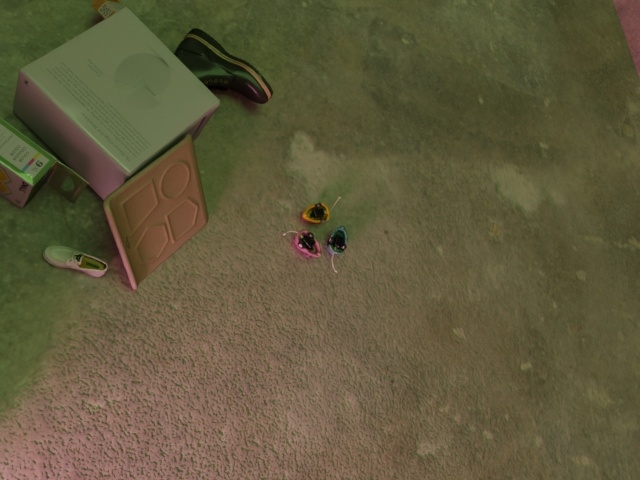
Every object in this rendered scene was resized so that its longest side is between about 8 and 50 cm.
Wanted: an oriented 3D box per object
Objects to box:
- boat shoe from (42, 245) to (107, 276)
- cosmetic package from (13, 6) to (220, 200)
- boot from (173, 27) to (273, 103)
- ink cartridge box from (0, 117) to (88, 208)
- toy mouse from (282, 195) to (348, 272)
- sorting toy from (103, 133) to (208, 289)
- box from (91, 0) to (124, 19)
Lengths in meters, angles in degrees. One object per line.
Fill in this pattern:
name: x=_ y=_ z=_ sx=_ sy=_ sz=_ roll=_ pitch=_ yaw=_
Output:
boat shoe: x=-0.385 y=0.030 z=1.056 sx=0.100 sy=0.035 sz=0.035 roll=24 pitch=62 yaw=-24
cosmetic package: x=-0.335 y=-0.219 z=1.105 sx=0.224 sy=0.138 sz=0.224 roll=45 pitch=54 yaw=-5
boot: x=-0.203 y=-0.293 z=1.272 sx=0.198 sy=0.077 sz=0.137 roll=34 pitch=62 yaw=-3
ink cartridge box: x=-0.467 y=-0.114 z=1.009 sx=0.209 sy=0.109 sz=0.062 roll=38 pitch=58 yaw=-17
toy mouse: x=0.000 y=0.000 z=1.316 sx=0.161 sy=0.031 sz=0.143 roll=-19 pitch=84 yaw=-36
sorting toy: x=-0.265 y=-0.049 z=1.094 sx=0.038 sy=0.193 sz=0.208 roll=22 pitch=51 yaw=22
box: x=-0.342 y=-0.377 z=1.205 sx=0.136 sy=0.028 sz=0.081 roll=50 pitch=12 yaw=-9
